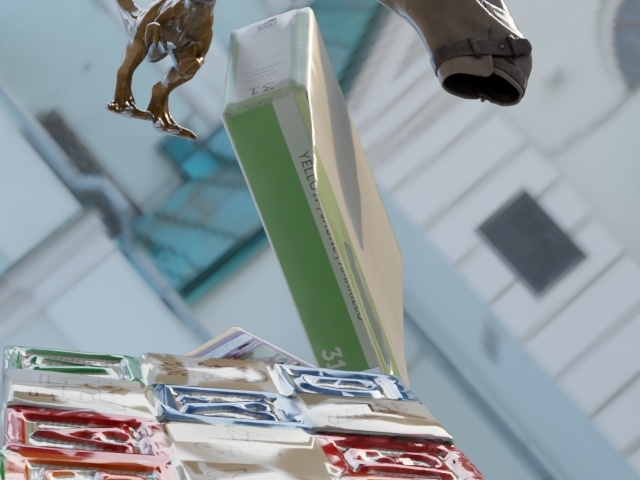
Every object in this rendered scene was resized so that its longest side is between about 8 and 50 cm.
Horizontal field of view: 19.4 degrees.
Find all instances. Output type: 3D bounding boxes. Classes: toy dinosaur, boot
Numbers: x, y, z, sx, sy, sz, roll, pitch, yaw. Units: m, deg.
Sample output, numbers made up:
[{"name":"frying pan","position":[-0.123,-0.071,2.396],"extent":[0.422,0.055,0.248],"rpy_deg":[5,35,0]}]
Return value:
[{"name":"toy dinosaur","position":[-0.093,-0.122,1.112],"extent":[0.211,0.064,0.112],"rpy_deg":[4,79,65]},{"name":"boot","position":[0.074,-0.126,1.130],"extent":[0.118,0.087,0.042],"rpy_deg":[12,-43,-15]}]

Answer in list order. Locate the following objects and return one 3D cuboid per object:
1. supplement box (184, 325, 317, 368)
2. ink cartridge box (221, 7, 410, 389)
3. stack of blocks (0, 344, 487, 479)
[{"name":"supplement box","position":[-0.038,0.133,1.207],"extent":[0.104,0.081,0.188],"rpy_deg":[-31,27,-22]},{"name":"ink cartridge box","position":[0.000,0.000,0.971],"extent":[0.056,0.171,0.235],"rpy_deg":[-16,27,10]},{"name":"stack of blocks","position":[-0.039,0.099,0.453],"extent":[0.297,0.171,0.087],"rpy_deg":[-136,52,-77]}]
